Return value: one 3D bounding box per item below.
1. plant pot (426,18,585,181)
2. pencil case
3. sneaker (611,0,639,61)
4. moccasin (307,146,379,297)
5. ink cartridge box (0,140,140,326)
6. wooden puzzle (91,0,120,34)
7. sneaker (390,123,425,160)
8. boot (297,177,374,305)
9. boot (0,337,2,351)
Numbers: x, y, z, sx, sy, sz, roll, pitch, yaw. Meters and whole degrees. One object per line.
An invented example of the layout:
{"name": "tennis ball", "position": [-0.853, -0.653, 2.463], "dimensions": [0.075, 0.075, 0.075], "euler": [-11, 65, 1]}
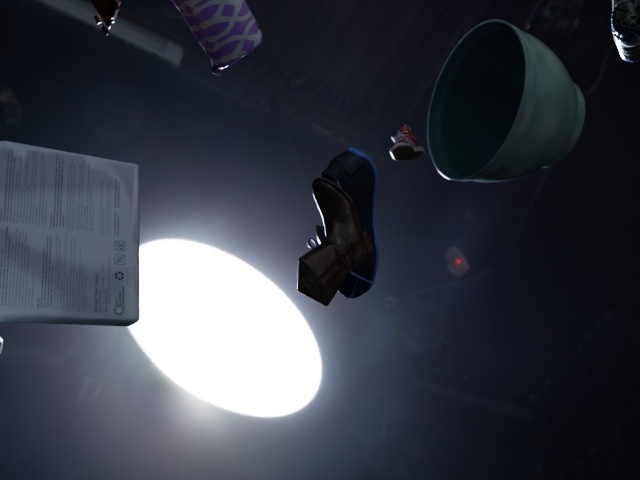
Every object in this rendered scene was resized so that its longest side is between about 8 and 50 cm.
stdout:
{"name": "plant pot", "position": [0.359, -0.238, 1.320], "dimensions": [0.196, 0.293, 0.293], "euler": [10, -147, -24]}
{"name": "pencil case", "position": [-0.154, -0.325, 0.922], "dimensions": [0.206, 0.086, 0.088], "euler": [60, 173, -31]}
{"name": "sneaker", "position": [0.321, -0.239, 0.728], "dimensions": [0.052, 0.135, 0.058], "euler": [6, 150, 27]}
{"name": "moccasin", "position": [0.035, -0.022, 1.417], "dimensions": [0.116, 0.342, 0.137], "euler": [-30, -141, -34]}
{"name": "ink cartridge box", "position": [-0.497, -0.011, 1.294], "dimensions": [0.330, 0.071, 0.324], "euler": [8, -113, -31]}
{"name": "wooden puzzle", "position": [-0.248, -0.276, 0.809], "dimensions": [0.006, 0.083, 0.049], "euler": [-31, -93, -34]}
{"name": "sneaker", "position": [0.155, -0.192, 1.368], "dimensions": [0.118, 0.042, 0.067], "euler": [-2, -120, -60]}
{"name": "boot", "position": [0.000, 0.000, 0.724], "dimensions": [0.106, 0.037, 0.114], "euler": [54, -136, -5]}
{"name": "boot", "position": [-0.625, 0.175, 1.093], "dimensions": [0.123, 0.258, 0.095], "euler": [43, -148, -46]}
